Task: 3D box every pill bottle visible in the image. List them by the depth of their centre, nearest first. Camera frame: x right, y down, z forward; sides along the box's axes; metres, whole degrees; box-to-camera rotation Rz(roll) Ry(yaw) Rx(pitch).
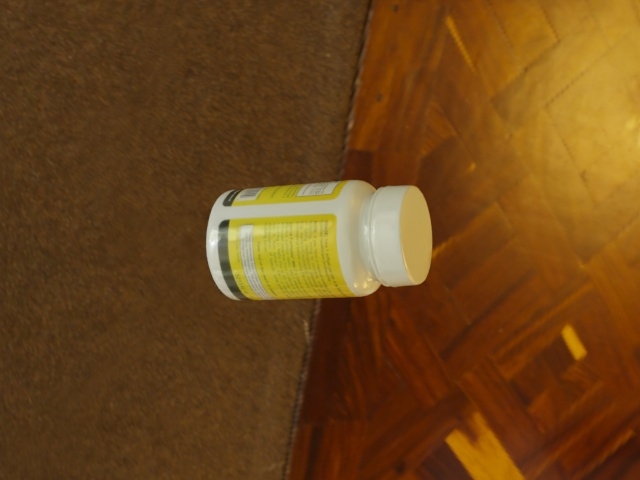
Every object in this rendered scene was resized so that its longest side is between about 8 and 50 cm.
[{"bbox_3d":[0.000,0.000,1.085,0.119,0.208,0.119,-3,90,-66],"label":"pill bottle"}]
